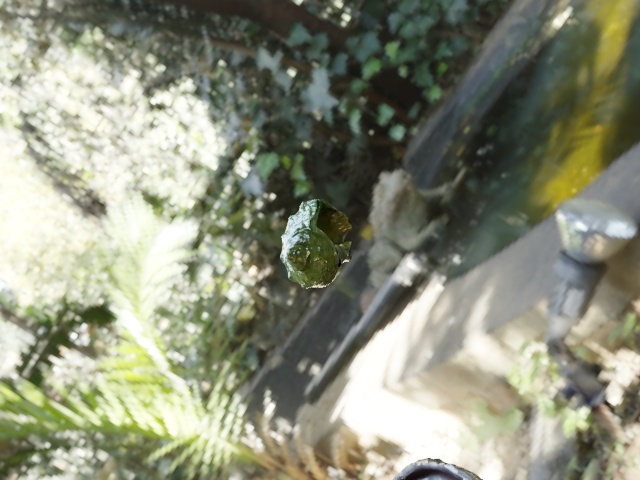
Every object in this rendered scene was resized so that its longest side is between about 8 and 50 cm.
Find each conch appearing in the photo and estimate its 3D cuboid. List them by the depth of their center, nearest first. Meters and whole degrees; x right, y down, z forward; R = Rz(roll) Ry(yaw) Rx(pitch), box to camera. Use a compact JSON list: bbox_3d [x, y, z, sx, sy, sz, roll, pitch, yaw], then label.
[{"bbox_3d":[0.000,0.000,1.049,0.121,0.074,0.089,-18,-62,-55],"label":"conch"}]

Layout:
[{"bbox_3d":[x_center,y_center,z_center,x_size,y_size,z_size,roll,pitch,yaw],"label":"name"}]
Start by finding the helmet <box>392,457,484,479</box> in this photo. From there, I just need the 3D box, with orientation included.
[{"bbox_3d":[0.092,0.253,0.418,0.271,0.197,0.338,-118,44,-58],"label":"helmet"}]
